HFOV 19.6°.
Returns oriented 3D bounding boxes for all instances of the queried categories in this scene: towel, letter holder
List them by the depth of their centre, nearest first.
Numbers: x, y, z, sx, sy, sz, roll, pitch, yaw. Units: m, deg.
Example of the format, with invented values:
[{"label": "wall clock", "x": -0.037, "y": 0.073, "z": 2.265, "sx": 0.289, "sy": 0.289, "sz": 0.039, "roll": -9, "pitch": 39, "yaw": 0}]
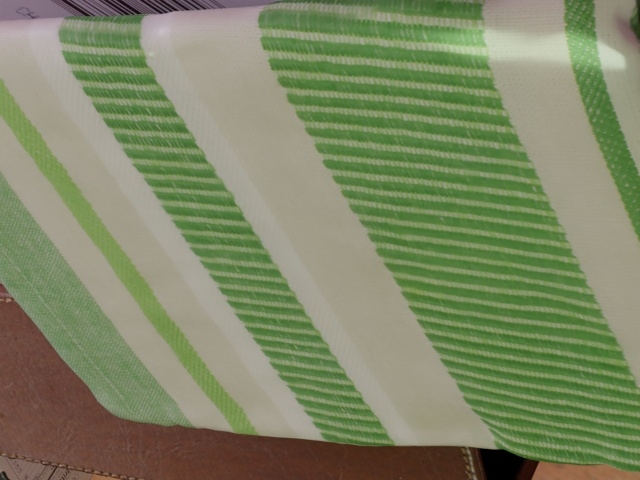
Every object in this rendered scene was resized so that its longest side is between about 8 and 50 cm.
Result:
[{"label": "towel", "x": 0.000, "y": 0.000, "z": 0.697, "sx": 0.325, "sy": 0.038, "sz": 0.248, "roll": 1, "pitch": 140, "yaw": 33}, {"label": "letter holder", "x": -0.046, "y": 0.001, "z": 0.892, "sx": 0.302, "sy": 0.152, "sz": 0.214, "roll": 7, "pitch": 135, "yaw": 27}]

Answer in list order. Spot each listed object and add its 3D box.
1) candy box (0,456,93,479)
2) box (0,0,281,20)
[{"label": "candy box", "x": -0.264, "y": 0.106, "z": 1.213, "sx": 0.165, "sy": 0.070, "sz": 0.196, "roll": 3, "pitch": 134, "yaw": 30}, {"label": "box", "x": -0.017, "y": -0.118, "z": 0.705, "sx": 0.182, "sy": 0.119, "sz": 0.181, "roll": 31, "pitch": 158, "yaw": -28}]
